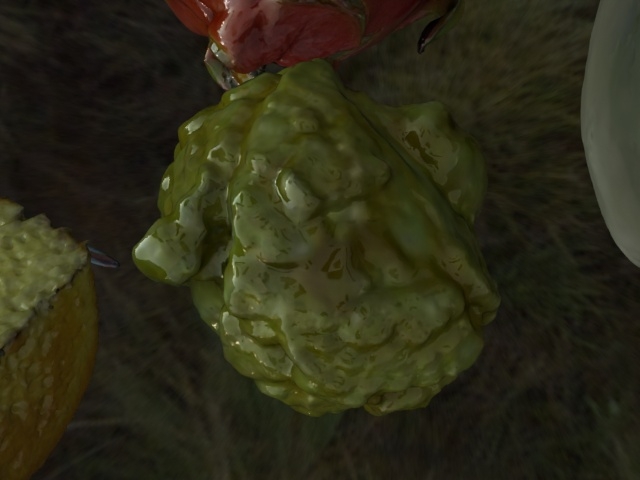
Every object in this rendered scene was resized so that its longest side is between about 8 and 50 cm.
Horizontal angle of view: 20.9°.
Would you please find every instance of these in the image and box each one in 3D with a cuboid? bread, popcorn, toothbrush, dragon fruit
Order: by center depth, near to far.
[{"bbox_3d":[-0.233,0.091,1.103,0.143,0.139,0.229,17,50,33],"label":"bread"},{"bbox_3d":[0.000,0.000,1.141,0.256,0.255,0.195,51,130,27],"label":"popcorn"},{"bbox_3d":[-0.256,-0.015,1.443,0.193,0.019,0.013,23,70,-12],"label":"toothbrush"},{"bbox_3d":[-0.006,-0.253,1.534,0.305,0.305,0.226,-19,65,3],"label":"dragon fruit"}]

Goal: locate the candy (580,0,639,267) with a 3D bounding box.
[{"bbox_3d":[0.309,-0.181,1.251,0.186,0.386,0.427,13,89,-16],"label":"candy"}]
